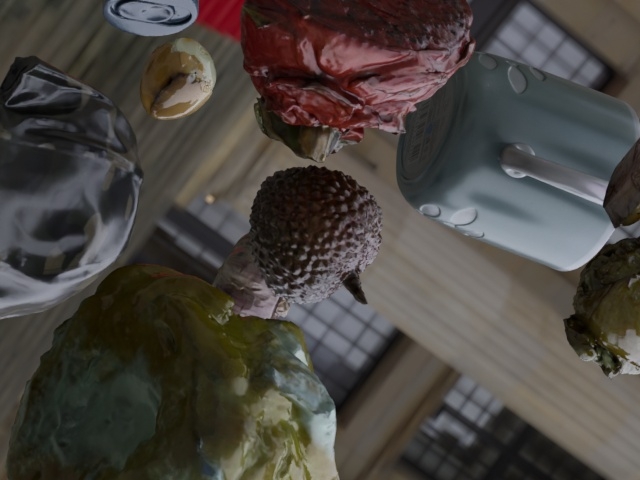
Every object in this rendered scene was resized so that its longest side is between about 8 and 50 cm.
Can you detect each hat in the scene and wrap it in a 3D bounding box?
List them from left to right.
[{"bbox_3d":[-0.350,0.022,1.755,0.382,0.257,0.366,-82,-173,-53],"label":"hat"}]

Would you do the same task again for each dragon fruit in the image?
[{"bbox_3d":[0.049,-0.167,1.792,0.152,0.317,0.205,50,-50,33],"label":"dragon fruit"}]

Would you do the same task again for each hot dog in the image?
[{"bbox_3d":[0.391,-0.091,1.859,0.191,0.059,0.108,-54,-169,52],"label":"hot dog"}]

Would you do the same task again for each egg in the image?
[{"bbox_3d":[-0.142,-0.156,1.578,0.083,0.071,0.071,-43,-161,23],"label":"egg"}]

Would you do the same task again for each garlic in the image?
[{"bbox_3d":[-0.087,0.068,2.062,0.159,0.102,0.147,-63,171,23],"label":"garlic"}]

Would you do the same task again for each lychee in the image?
[{"bbox_3d":[0.000,0.000,1.855,0.165,0.197,0.165,-39,166,-11],"label":"lychee"}]

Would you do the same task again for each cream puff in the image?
[{"bbox_3d":[-0.139,0.227,1.719,0.378,0.275,0.378,-15,-117,31],"label":"cream puff"}]

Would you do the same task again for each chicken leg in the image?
[{"bbox_3d":[0.438,0.106,1.964,0.152,0.429,0.201,-7,-112,30],"label":"chicken leg"}]

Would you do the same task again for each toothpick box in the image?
[{"bbox_3d":[-0.178,-0.304,1.678,0.101,0.101,0.153,-32,-125,52],"label":"toothpick box"}]

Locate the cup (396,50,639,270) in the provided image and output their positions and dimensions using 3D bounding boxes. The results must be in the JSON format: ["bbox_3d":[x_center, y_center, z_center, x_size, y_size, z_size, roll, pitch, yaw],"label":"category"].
[{"bbox_3d":[0.278,-0.109,2.211,0.356,0.274,0.259,-141,-109,-72],"label":"cup"}]
